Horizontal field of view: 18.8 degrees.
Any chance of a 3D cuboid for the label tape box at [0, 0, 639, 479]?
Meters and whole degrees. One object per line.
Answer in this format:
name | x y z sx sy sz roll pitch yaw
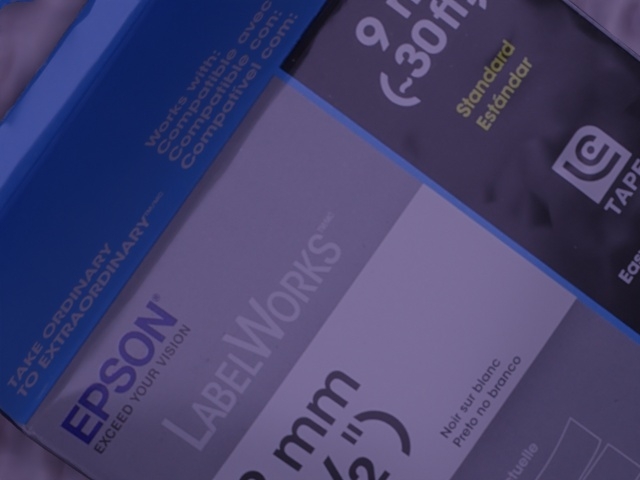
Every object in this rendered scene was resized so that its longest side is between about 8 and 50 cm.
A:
label tape box | 0.000 0.000 0.753 0.348 0.115 0.249 36 87 -14
